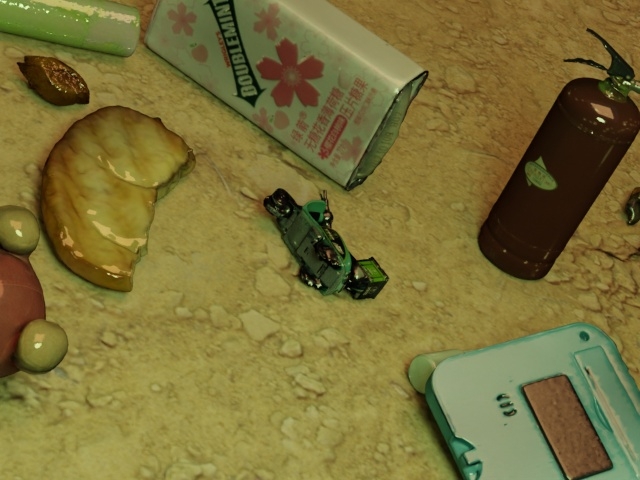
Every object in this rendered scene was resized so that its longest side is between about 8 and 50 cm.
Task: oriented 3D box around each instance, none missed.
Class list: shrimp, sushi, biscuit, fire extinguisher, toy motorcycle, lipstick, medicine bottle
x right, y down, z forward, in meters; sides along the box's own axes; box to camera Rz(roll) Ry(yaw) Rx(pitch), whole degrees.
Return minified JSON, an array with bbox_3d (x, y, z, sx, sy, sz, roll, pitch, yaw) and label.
[{"bbox_3d":[0.543,-0.043,1.921,0.254,0.059,0.145,-9,47,-42],"label":"shrimp"},{"bbox_3d":[-0.330,-0.194,1.511,0.099,0.047,0.050,40,45,-15],"label":"sushi"},{"bbox_3d":[-0.243,-0.060,1.404,0.154,0.045,0.299,26,36,-6],"label":"biscuit"},{"bbox_3d":[0.320,-0.110,1.605,0.135,0.337,0.114,24,33,-6],"label":"fire extinguisher"},{"bbox_3d":[0.000,0.000,1.492,0.100,0.058,0.173,-3,47,-47],"label":"toy motorcycle"},{"bbox_3d":[-0.387,-0.301,1.577,0.304,0.076,0.076,8,41,-27],"label":"lipstick"},{"bbox_3d":[0.147,0.150,1.414,0.083,0.047,0.047,-3,47,-38],"label":"medicine bottle"}]

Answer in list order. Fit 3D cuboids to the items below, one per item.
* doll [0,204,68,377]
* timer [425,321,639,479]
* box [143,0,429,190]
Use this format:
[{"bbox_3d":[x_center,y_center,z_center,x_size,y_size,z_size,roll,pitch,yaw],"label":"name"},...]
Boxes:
[{"bbox_3d":[-0.365,0.061,1.082,0.255,0.152,0.196,-3,33,-31],"label":"doll"},{"bbox_3d":[0.250,0.225,1.362,0.250,0.091,0.232,-9,62,-28],"label":"timer"},{"bbox_3d":[-0.048,-0.242,1.643,0.369,0.190,0.112,36,36,11],"label":"box"}]
